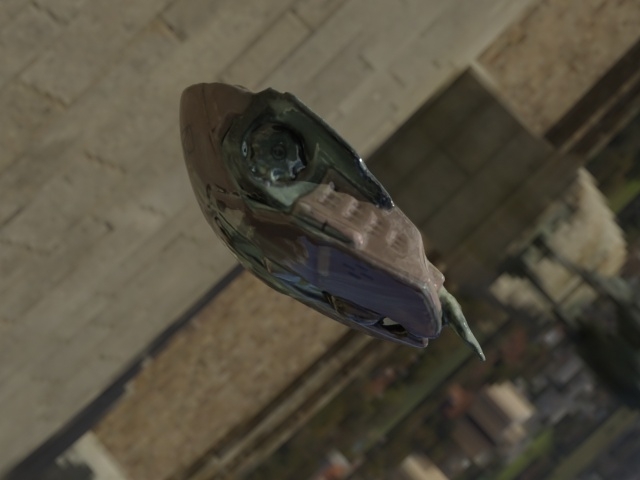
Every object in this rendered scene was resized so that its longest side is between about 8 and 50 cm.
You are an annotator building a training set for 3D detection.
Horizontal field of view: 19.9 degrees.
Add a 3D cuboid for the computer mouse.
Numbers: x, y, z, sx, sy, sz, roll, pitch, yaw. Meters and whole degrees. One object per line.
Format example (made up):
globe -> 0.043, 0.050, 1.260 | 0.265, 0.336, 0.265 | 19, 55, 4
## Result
computer mouse -> -0.005, 0.003, 1.752 | 0.115, 0.389, 0.199 | -45, 177, -22
